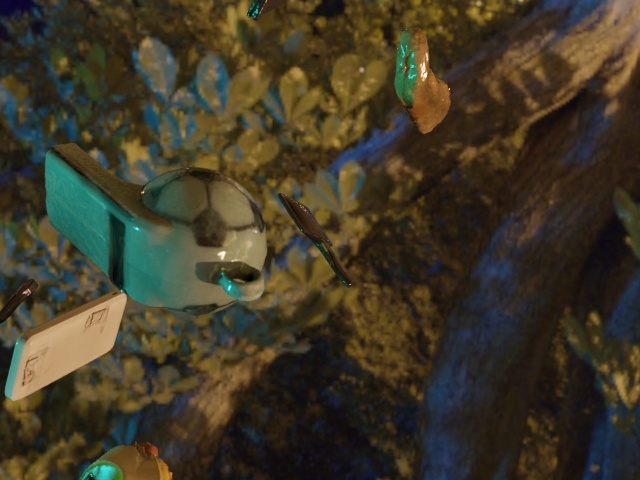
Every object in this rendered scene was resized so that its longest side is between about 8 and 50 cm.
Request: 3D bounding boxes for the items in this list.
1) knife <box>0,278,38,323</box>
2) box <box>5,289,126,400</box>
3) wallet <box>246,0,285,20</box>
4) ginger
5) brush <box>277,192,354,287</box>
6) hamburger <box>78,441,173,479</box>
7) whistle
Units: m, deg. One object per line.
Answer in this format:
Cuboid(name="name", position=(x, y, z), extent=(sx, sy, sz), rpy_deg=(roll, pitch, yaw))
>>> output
Cuboid(name="knife", position=(-0.548, 0.112, 1.762), extent=(0.031, 0.018, 0.121), rpy_deg=(-2, -141, 28))
Cuboid(name="box", position=(-0.463, 0.189, 1.812), extent=(0.044, 0.142, 0.285), rpy_deg=(27, -155, 18))
Cuboid(name="wallet", position=(-0.053, -0.401, 1.468), extent=(0.025, 0.124, 0.244), rpy_deg=(31, -158, -3))
Cuboid(name="ginger", position=(0.117, -0.176, 1.136), extent=(0.051, 0.069, 0.173), rpy_deg=(23, 169, 18))
Cuboid(name="brush", position=(0.000, 0.000, 1.273), extent=(0.063, 0.016, 0.193), rpy_deg=(25, -157, -41))
Cuboid(name="hamburger", position=(-0.258, 0.363, 1.264), extent=(0.116, 0.210, 0.173), rpy_deg=(13, -150, -38))
Cuboid(name="whistle", position=(-0.152, -0.015, 1.019), extent=(0.163, 0.164, 0.289), rpy_deg=(-13, -144, -39))
